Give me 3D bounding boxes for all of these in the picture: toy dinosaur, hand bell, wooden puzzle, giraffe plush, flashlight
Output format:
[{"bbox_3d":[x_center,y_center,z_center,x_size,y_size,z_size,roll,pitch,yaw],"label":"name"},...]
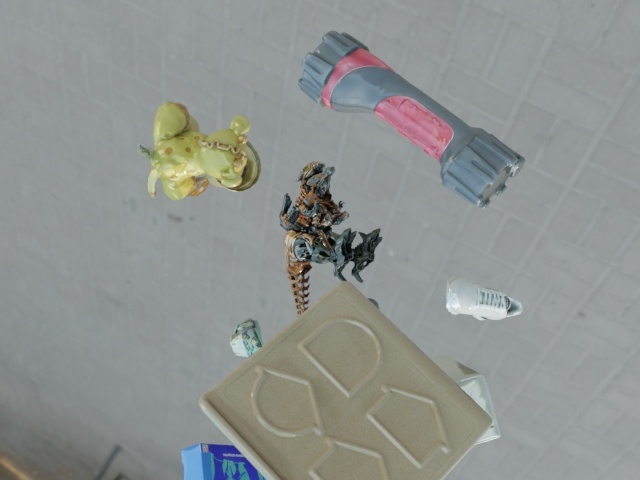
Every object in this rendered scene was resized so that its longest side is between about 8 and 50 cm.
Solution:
[{"bbox_3d":[0.000,0.000,1.962,0.219,0.164,0.321,16,121,29],"label":"toy dinosaur"},{"bbox_3d":[-0.244,-0.140,2.014,0.126,0.126,0.242,45,149,-16],"label":"hand bell"},{"bbox_3d":[0.040,0.263,1.354,0.322,0.348,0.080,44,143,13],"label":"wooden puzzle"},{"bbox_3d":[-0.205,-0.156,1.614,0.171,0.210,0.181,1,98,10],"label":"giraffe plush"},{"bbox_3d":[0.109,-0.155,1.185,0.304,0.103,0.103,41,111,20],"label":"flashlight"}]

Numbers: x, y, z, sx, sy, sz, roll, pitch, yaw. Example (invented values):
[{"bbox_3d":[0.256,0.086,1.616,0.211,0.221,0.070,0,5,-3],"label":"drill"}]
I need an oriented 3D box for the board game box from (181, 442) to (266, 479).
[{"bbox_3d":[-0.115,0.399,1.291,0.047,0.210,0.160,-26,152,35],"label":"board game box"}]

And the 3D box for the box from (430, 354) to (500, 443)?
[{"bbox_3d":[0.221,0.276,1.583,0.275,0.094,0.113,159,96,-85],"label":"box"}]

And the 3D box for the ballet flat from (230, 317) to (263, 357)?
[{"bbox_3d":[-0.141,0.195,1.742,0.070,0.070,0.188,37,179,-6],"label":"ballet flat"}]

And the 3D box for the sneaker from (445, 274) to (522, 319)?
[{"bbox_3d":[0.356,0.128,1.999,0.095,0.090,0.235,3,173,39],"label":"sneaker"}]

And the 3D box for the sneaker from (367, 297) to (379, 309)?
[{"bbox_3d":[0.068,0.254,2.248,0.129,0.111,0.297,20,121,27],"label":"sneaker"}]
